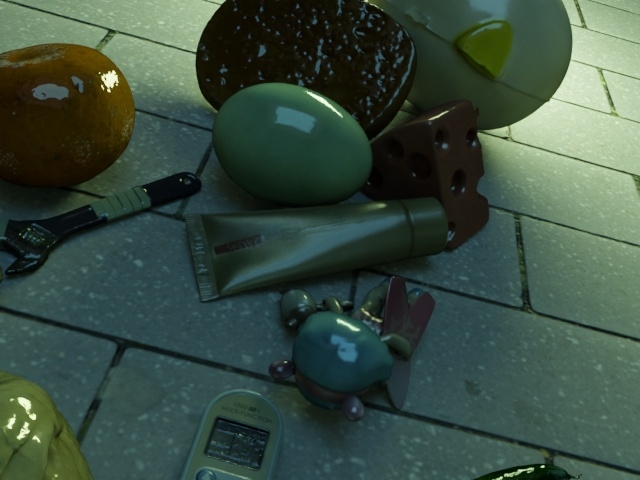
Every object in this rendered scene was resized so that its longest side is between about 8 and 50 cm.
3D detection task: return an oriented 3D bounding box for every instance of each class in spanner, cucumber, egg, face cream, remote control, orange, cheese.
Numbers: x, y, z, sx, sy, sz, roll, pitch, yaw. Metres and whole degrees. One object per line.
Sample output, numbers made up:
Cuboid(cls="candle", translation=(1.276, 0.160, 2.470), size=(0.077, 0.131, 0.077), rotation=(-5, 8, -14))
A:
Cuboid(cls="spanner", translation=(-0.283, -0.032, 0.920), size=(0.316, 0.024, 0.087), rotation=(-25, 57, -39))
Cuboid(cls="cucumber", translation=(0.199, 0.259, 0.749), size=(0.168, 0.039, 0.039), rotation=(-5, 46, -20))
Cuboid(cls="egg", translation=(-0.039, -0.130, 0.998), size=(0.231, 0.168, 0.168), rotation=(19, 41, -3))
Cuboid(cls="face cream", translation=(0.000, 0.000, 0.945), size=(0.342, 0.084, 0.137), rotation=(-7, 56, -16))
Cuboid(cls="remote control", translation=(-0.094, 0.245, 0.659), size=(0.087, 0.047, 0.244), rotation=(14, 41, 1))
Cuboid(cls="orange", translation=(-0.355, -0.160, 0.925), size=(0.224, 0.170, 0.224), rotation=(-4, 30, 3))
Cuboid(cls="cheese", translation=(0.146, -0.108, 1.089), size=(0.177, 0.202, 0.128), rotation=(10, 34, 42))

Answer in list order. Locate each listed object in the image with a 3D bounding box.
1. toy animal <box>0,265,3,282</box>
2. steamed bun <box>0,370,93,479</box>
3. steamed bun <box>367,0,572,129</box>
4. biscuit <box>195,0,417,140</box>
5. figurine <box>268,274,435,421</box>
Cuboid(cls="toy animal", translation=(-0.442, 0.067, 0.692), size=(0.168, 0.106, 0.343), rotation=(31, 40, 12))
Cuboid(cls="steamed bun", translation=(-0.311, 0.220, 0.481), size=(0.325, 0.230, 0.372), rotation=(41, 44, 20))
Cuboid(cls="steamed bun", translation=(0.255, -0.363, 1.247), size=(0.334, 0.333, 0.374), rotation=(-24, 54, -37))
Cuboid(cls="biscuit", translation=(-0.021, -0.303, 1.157), size=(0.368, 0.063, 0.314), rotation=(27, 78, 19))
Cuboid(cls="figurine", translation=(0.036, 0.092, 0.830), size=(0.205, 0.102, 0.260), rotation=(33, 34, 15))
